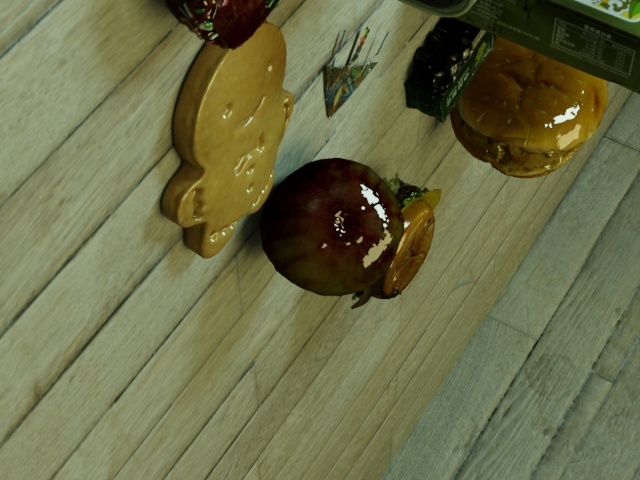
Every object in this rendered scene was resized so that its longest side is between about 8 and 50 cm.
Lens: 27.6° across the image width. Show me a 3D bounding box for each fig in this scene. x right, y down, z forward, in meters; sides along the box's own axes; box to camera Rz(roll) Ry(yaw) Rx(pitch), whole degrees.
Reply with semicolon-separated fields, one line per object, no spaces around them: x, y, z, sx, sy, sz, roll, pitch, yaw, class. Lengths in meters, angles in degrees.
0.000;0.000;2.039;0.217;0.217;0.321;-57;-176;-18;fig

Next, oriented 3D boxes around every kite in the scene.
0.042;-0.261;2.022;0.183;0.010;0.160;-17;134;-61;kite

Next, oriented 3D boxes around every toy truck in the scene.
0.250;-0.352;2.338;0.259;0.088;0.121;-56;159;-18;toy truck

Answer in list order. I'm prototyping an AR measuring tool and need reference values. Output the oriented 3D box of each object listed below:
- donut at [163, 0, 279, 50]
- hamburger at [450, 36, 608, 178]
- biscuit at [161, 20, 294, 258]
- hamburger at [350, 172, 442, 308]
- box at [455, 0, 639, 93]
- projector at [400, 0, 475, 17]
-0.099;-0.330;1.429;0.235;0.089;0.235;-53;160;-30;donut
0.411;-0.279;2.542;0.314;0.290;0.170;-54;162;-30;hamburger
-0.112;-0.136;1.715;0.275;0.052;0.355;-48;157;-39;biscuit
0.108;0.001;2.341;0.243;0.139;0.261;-27;139;-58;hamburger
0.434;-0.477;2.139;0.373;0.420;0.138;-55;161;-24;box
0.148;-0.471;1.648;0.249;0.248;0.248;-53;159;-29;projector
